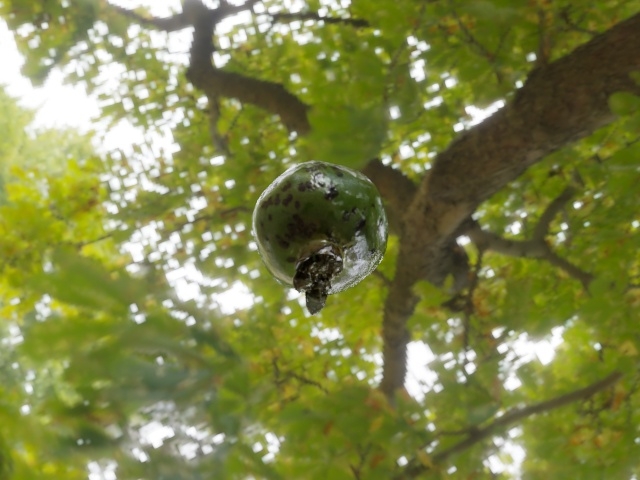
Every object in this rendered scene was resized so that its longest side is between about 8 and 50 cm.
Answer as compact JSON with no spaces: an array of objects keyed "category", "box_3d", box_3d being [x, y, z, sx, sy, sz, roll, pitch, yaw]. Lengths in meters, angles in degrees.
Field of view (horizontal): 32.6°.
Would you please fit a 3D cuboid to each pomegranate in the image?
[{"category":"pomegranate","box_3d":[0.000,0.000,0.933,0.161,0.122,0.122,-87,-179,-57]}]
